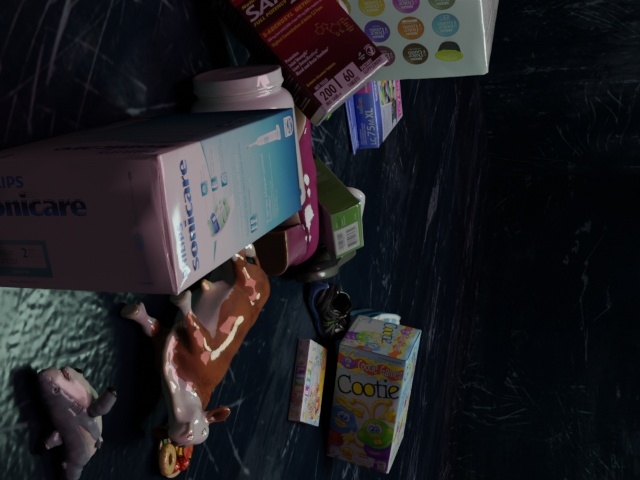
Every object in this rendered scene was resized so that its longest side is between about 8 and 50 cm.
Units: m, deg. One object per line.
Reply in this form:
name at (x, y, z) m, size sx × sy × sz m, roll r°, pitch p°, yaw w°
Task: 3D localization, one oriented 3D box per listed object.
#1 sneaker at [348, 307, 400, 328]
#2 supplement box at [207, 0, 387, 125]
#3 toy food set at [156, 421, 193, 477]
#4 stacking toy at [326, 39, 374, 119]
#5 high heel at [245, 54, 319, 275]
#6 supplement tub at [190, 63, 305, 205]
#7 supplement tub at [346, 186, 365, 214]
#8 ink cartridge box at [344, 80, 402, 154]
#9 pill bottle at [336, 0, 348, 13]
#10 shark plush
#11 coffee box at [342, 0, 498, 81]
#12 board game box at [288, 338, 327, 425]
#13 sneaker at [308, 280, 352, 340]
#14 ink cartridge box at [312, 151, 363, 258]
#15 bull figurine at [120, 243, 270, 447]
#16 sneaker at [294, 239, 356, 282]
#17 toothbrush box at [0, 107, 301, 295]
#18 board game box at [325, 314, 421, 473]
sneaker at (0.122, 0.212, 1.813) m, size 0.228 × 0.087 × 0.092 m, roll 3°, pitch 95°, yaw -63°
supplement box at (-0.033, -0.300, 1.097) m, size 0.130 × 0.239 × 0.073 m, roll -43°, pitch -178°, yaw -16°
toy food set at (-0.193, 0.275, 1.025) m, size 0.083 × 0.020 × 0.083 m, roll 50°, pitch 45°, yaw -61°
stacking toy at (0.002, -0.256, 1.351) m, size 0.221 × 0.052 × 0.167 m, roll -55°, pitch 180°, yaw 45°
high heel at (-0.060, -0.140, 1.248) m, size 0.181 × 0.127 × 0.377 m, roll -44°, pitch 140°, yaw -68°
supplement tub at (-0.102, -0.137, 1.073) m, size 0.144 × 0.144 × 0.200 m, roll -50°, pitch 137°, yaw -60°
supplement tub at (0.053, -0.051, 1.613) m, size 0.071 × 0.071 × 0.107 m, roll 59°, pitch 37°, yaw -56°
ink cartridge box at (0.131, -0.340, 1.831) m, size 0.311 × 0.065 × 0.186 m, roll -51°, pitch 137°, yaw -57°
pill bottle at (-0.033, -0.372, 1.272) m, size 0.229 × 0.131 × 0.131 m, roll -29°, pitch 118°, yaw -68°
shark plush at (-0.272, 0.204, 0.805) m, size 0.067 × 0.073 × 0.161 m, roll -9°, pitch 122°, yaw -50°
coffee box at (0.169, -0.550, 1.517) m, size 0.334 × 0.337 × 0.338 m, roll 71°, pitch 27°, yaw -45°
board game box at (-0.023, 0.277, 1.482) m, size 0.103 × 0.026 × 0.154 m, roll 43°, pitch 51°, yaw -63°
sneaker at (0.029, 0.147, 1.544) m, size 0.188 × 0.078 × 0.067 m, roll 70°, pitch 28°, yaw -49°
ink cartridge box at (-0.002, -0.075, 1.384) m, size 0.209 × 0.062 × 0.109 m, roll 51°, pitch -22°, yaw 41°
bull figurine at (-0.156, 0.114, 1.001) m, size 0.310 × 0.101 × 0.188 m, roll -66°, pitch 148°, yaw -46°
sneaker at (0.000, 0.000, 1.456) m, size 0.227 × 0.087 × 0.130 m, roll -40°, pitch 120°, yaw -61°
toothbrush box at (-0.172, -0.053, 0.782) m, size 0.295 × 0.216 × 0.126 m, roll -40°, pitch 128°, yaw -65°
board game box at (0.110, 0.321, 1.610) m, size 0.144 × 0.142 × 0.275 m, roll -46°, pitch 146°, yaw -62°
